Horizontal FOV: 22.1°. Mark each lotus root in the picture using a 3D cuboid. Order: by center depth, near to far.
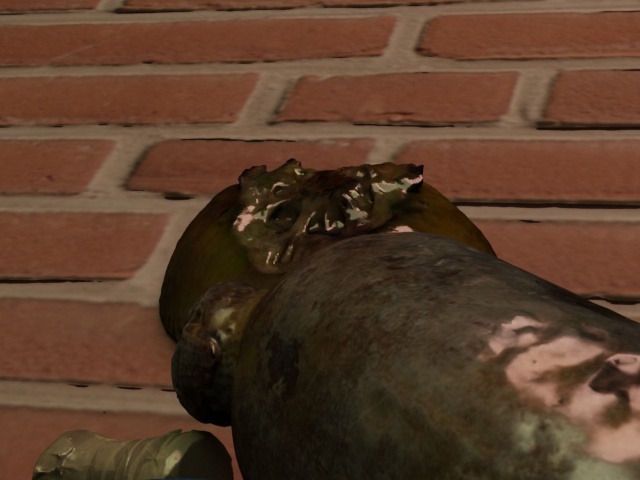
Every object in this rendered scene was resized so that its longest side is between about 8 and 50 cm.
[{"bbox_3d":[0.065,0.085,0.648,0.175,0.175,0.349,-25,33,-25],"label":"lotus root"},{"bbox_3d":[0.002,0.002,0.908,0.183,0.078,0.203,-21,31,-21],"label":"lotus root"}]

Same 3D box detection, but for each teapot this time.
[{"bbox_3d":[-0.087,0.113,0.770,0.083,0.057,0.067,4,-5,28],"label":"teapot"}]

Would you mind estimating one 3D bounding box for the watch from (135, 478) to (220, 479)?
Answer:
[{"bbox_3d":[-0.060,0.206,0.449,0.274,0.241,0.305,0,35,-7],"label":"watch"}]
